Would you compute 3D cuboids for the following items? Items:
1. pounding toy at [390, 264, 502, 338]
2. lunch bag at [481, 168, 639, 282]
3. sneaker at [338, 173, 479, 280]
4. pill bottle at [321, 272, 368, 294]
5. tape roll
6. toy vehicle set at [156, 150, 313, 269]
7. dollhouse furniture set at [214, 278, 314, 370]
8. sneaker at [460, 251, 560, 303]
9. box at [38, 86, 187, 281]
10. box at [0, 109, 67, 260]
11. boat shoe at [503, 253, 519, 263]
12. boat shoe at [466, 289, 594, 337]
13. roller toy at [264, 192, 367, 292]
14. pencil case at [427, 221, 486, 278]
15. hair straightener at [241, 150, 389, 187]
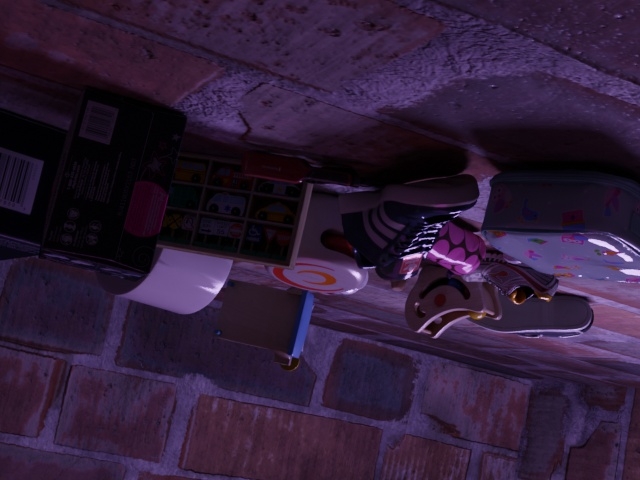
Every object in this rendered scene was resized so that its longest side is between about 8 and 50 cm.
[{"bbox_3d":[0.251,0.129,2.242,0.269,0.154,0.154,1,165,44],"label":"pounding toy"},{"bbox_3d":[0.379,-0.018,1.442,0.224,0.108,0.279,0,165,38],"label":"lunch bag"},{"bbox_3d":[0.139,-0.014,1.542,0.131,0.148,0.350,-8,-179,-20],"label":"sneaker"},{"bbox_3d":[0.049,0.088,2.437,0.086,0.086,0.152,17,168,-27],"label":"pill bottle"},{"bbox_3d":[-0.306,0.009,1.988,0.246,0.246,0.169,1,164,46],"label":"tape roll"},{"bbox_3d":[-0.155,-0.053,1.694,0.266,0.166,0.035,9,170,15],"label":"toy vehicle set"},{"bbox_3d":[-0.133,0.118,2.206,0.286,0.304,0.198,8,168,19],"label":"dollhouse furniture set"},{"bbox_3d":[0.364,0.074,1.988,0.088,0.093,0.225,21,167,-40],"label":"sneaker"},{"bbox_3d":[-0.313,-0.078,1.516,0.163,0.247,0.142,15,168,-15],"label":"box"},{"bbox_3d":[-0.635,-0.104,1.844,0.293,0.212,0.395,18,167,-31],"label":"box"},{"bbox_3d":[0.376,0.021,1.873,0.100,0.035,0.035,6,141,49],"label":"boat shoe"},{"bbox_3d":[0.475,0.174,2.343,0.302,0.114,0.091,9,163,22],"label":"boat shoe"},{"bbox_3d":[0.000,0.000,1.860,0.209,0.146,0.191,5,159,13],"label":"roller toy"},{"bbox_3d":[0.203,-0.001,1.799,0.098,0.095,0.209,30,-178,42],"label":"pencil case"},{"bbox_3d":[-0.004,-0.112,1.598,0.230,0.047,0.089,4,-174,11],"label":"hair straightener"}]
